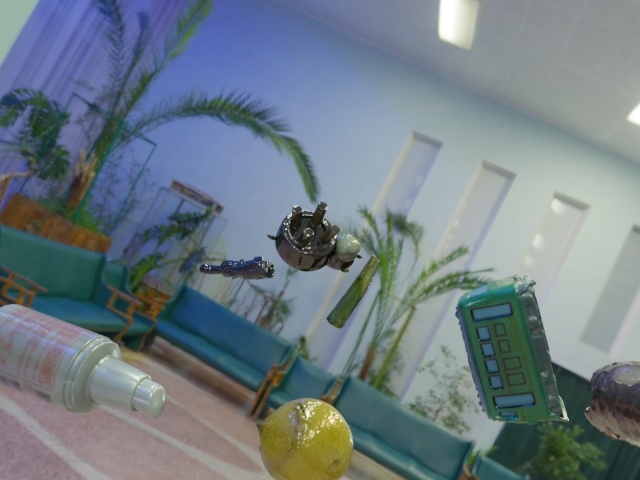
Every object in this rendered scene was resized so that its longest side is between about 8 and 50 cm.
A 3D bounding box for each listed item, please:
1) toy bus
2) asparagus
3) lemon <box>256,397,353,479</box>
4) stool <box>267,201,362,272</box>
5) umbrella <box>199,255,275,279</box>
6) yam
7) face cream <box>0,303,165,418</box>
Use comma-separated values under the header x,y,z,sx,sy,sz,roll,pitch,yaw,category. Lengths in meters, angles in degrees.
x,y,z,sx,sy,sz,roll,pitch,yaw,category
0.448,0.263,1.420,0.199,0.344,0.183,-15,-2,17,toy bus
0.078,0.111,1.296,0.041,0.178,0.045,35,-4,5,asparagus
-0.030,0.522,1.535,0.253,0.229,0.228,21,1,-39,lemon
0.000,0.000,1.264,0.217,0.125,0.121,19,-44,-14,stool
-0.242,0.079,1.732,0.248,0.071,0.071,-1,-20,32,umbrella
0.472,0.232,0.824,0.129,0.128,0.238,56,-7,7,yam
-0.307,0.162,0.754,0.251,0.101,0.101,15,-8,15,face cream
